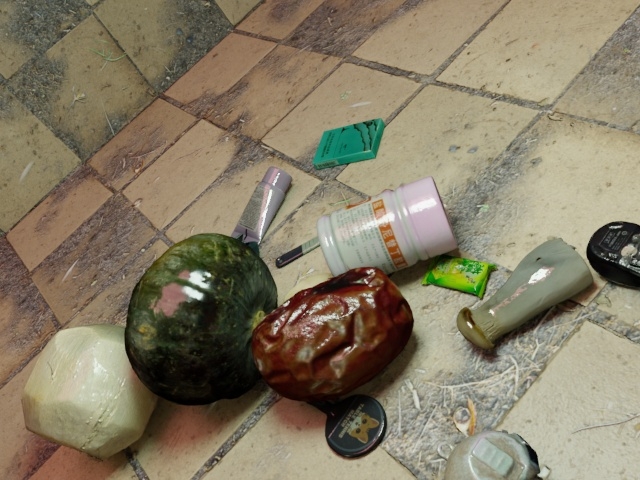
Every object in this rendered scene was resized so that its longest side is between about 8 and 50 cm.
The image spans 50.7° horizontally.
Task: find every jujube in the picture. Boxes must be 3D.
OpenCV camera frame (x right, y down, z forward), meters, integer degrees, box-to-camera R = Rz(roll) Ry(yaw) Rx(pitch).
[{"bbox_3d":[0.027,0.223,1.590,0.377,0.276,0.276,-36,39,-1],"label":"jujube"}]

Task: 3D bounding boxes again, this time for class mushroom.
[{"bbox_3d":[0.453,0.121,1.511,0.329,0.122,0.159,-35,3,1],"label":"mushroom"}]

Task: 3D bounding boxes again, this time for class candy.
[{"bbox_3d":[0.341,0.082,1.677,0.178,0.032,0.102,13,60,44],"label":"candy"}]

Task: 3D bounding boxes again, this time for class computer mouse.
[{"bbox_3d":[0.681,0.037,1.422,0.137,0.096,0.233,-43,35,-16],"label":"computer mouse"}]

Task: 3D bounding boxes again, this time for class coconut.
[{"bbox_3d":[-0.603,0.394,1.839,0.347,0.346,0.360,0,58,37],"label":"coconut"}]

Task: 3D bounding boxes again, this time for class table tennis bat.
[{"bbox_3d":[0.053,0.413,1.574,0.236,0.027,0.150,21,65,44],"label":"table tennis bat"}]

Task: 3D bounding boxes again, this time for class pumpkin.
[{"bbox_3d":[-0.301,0.202,1.729,0.344,0.454,0.454,8,55,22],"label":"pumpkin"}]

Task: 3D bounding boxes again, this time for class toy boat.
[{"bbox_3d":[-0.303,0.045,2.147,0.246,0.103,0.093,-10,22,37],"label":"toy boat"}]

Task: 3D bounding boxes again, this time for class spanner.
[{"bbox_3d":[0.000,0.000,2.024,0.316,0.024,0.087,-30,45,8],"label":"spanner"}]

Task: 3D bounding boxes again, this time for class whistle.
[{"bbox_3d":[0.360,0.471,1.211,0.348,0.189,0.189,29,70,25],"label":"whistle"}]

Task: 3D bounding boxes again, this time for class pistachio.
[{"bbox_3d":[-0.021,0.178,1.797,0.200,0.117,0.145,-42,77,-17],"label":"pistachio"}]

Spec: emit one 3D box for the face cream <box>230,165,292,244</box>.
[{"bbox_3d":[-0.193,-0.109,2.235,0.154,0.096,0.273,20,78,43],"label":"face cream"}]

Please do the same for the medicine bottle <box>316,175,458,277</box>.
[{"bbox_3d":[0.169,-0.020,1.719,0.316,0.202,0.202,-21,41,11],"label":"medicine bottle"}]

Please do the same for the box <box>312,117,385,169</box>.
[{"bbox_3d":[0.094,-0.322,2.256,0.227,0.042,0.160,-8,48,31],"label":"box"}]

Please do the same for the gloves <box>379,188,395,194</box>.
[{"bbox_3d":[0.125,-0.035,1.891,0.241,0.126,0.145,-43,43,-19],"label":"gloves"}]
